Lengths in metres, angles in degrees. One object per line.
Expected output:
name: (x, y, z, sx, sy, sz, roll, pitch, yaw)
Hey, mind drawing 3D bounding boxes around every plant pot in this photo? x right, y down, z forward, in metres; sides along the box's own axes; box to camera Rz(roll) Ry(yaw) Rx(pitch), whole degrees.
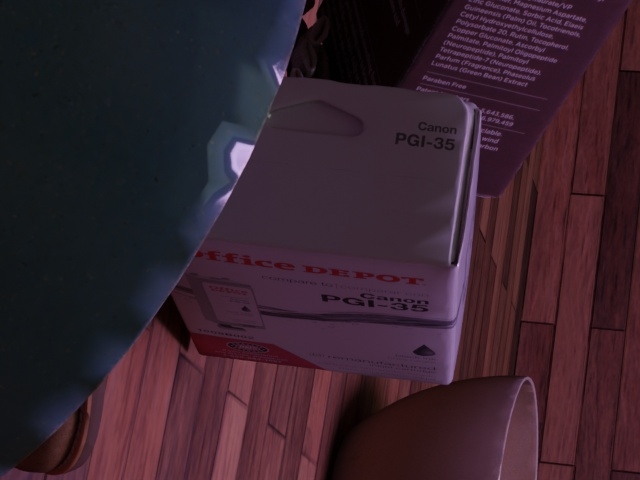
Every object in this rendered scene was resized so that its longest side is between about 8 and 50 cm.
plant pot: (0.116, 0.276, 1.688, 0.284, 0.191, 0.284, 5, 90, -74)
plant pot: (-0.169, -0.077, 0.538, 0.195, 0.290, 0.290, 32, 57, -31)

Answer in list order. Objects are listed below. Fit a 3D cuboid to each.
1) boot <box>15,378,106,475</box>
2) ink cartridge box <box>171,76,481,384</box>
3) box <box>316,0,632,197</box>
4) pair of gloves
boot: (-0.183, 0.009, 0.809, 0.115, 0.112, 0.305, -29, 132, -35)
ink cartridge box: (0.000, 0.000, 1.100, 0.283, 0.207, 0.117, 79, 19, -70)
box: (0.139, -0.232, 1.135, 0.381, 0.143, 0.191, 119, -28, -41)
pair of gloves: (-0.022, -0.179, 1.242, 0.204, 0.042, 0.240, 125, -41, -84)
